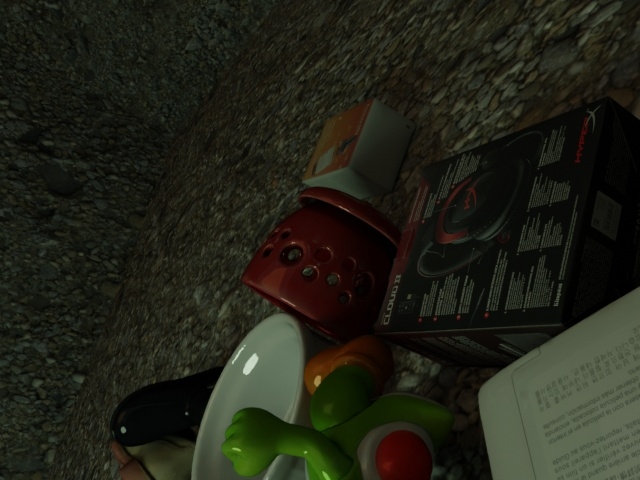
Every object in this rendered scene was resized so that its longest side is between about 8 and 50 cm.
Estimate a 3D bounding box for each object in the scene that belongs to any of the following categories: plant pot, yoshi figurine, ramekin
[{"bbox_3d":[0.010,0.032,0.959,0.174,0.191,0.191,-60,22,-12],"label":"plant pot"},{"bbox_3d":[0.004,0.252,0.618,0.362,0.204,0.203,-64,-20,-66],"label":"yoshi figurine"},{"bbox_3d":[-0.044,0.247,0.900,0.277,0.135,0.277,-47,27,34],"label":"ramekin"}]

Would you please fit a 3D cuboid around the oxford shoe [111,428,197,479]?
[{"bbox_3d":[-0.299,0.417,1.312,0.146,0.140,0.397,-37,10,-20],"label":"oxford shoe"}]

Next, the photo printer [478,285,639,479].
[{"bbox_3d":[0.233,0.179,0.419,0.256,0.107,0.307,-43,30,32],"label":"photo printer"}]

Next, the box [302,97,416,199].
[{"bbox_3d":[0.062,-0.147,1.162,0.170,0.091,0.130,-9,57,63],"label":"box"}]

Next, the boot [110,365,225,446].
[{"bbox_3d":[-0.215,0.281,1.139,0.207,0.246,0.094,-10,98,65],"label":"boot"}]

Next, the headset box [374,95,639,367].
[{"bbox_3d":[0.187,0.011,0.701,0.293,0.110,0.218,-18,49,59],"label":"headset box"}]
